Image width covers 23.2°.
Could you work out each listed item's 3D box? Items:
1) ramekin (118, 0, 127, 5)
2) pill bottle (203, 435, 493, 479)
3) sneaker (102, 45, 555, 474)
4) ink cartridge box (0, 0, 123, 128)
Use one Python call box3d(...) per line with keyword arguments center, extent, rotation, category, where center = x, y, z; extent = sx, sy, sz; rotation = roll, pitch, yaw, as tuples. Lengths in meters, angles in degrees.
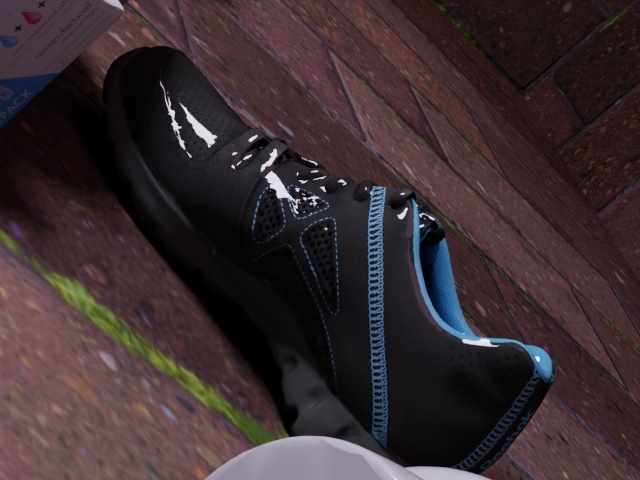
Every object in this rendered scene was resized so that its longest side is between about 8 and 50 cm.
box3d(center=(-0.199, -0.225, 0.892), extent=(0.273, 0.127, 0.273), rotation=(42, 12, -11), category="ramekin")
box3d(center=(0.063, 0.181, 0.603), extent=(0.278, 0.162, 0.162), rotation=(36, 19, -45), category="pill bottle")
box3d(center=(0.000, 0.000, 0.927), extent=(0.341, 0.139, 0.125), rotation=(52, 16, 16), category="sneaker")
box3d(center=(-0.191, -0.122, 0.729), extent=(0.061, 0.104, 0.181), rotation=(56, 16, 27), category="ink cartridge box")
